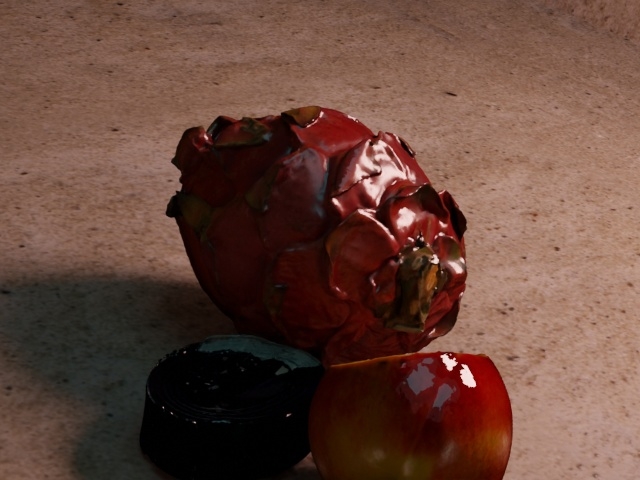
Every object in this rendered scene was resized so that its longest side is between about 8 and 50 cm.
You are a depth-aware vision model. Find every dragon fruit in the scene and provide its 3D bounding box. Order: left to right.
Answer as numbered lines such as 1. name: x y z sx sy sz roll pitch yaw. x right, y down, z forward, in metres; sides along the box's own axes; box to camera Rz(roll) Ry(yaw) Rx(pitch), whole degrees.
1. dragon fruit: 0.000 0.000 1.412 0.277 0.277 0.343 -13 32 -44

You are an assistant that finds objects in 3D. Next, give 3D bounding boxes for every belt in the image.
1. belt: -0.080 0.156 1.266 0.151 0.078 0.198 27 29 35

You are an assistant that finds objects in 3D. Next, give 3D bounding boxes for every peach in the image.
1. peach: 0.085 0.161 1.208 0.190 0.190 0.192 16 51 4
